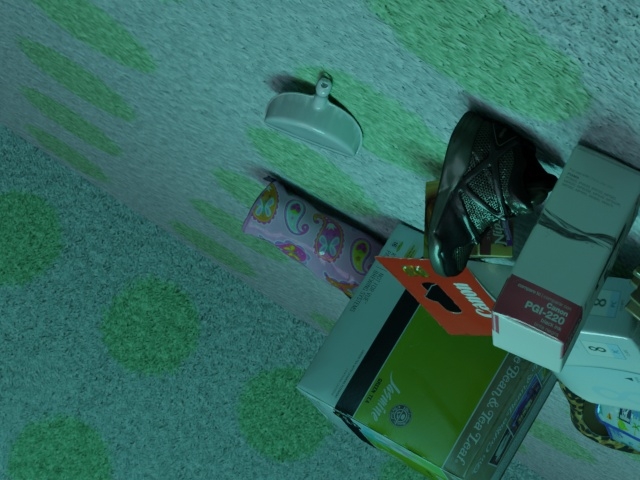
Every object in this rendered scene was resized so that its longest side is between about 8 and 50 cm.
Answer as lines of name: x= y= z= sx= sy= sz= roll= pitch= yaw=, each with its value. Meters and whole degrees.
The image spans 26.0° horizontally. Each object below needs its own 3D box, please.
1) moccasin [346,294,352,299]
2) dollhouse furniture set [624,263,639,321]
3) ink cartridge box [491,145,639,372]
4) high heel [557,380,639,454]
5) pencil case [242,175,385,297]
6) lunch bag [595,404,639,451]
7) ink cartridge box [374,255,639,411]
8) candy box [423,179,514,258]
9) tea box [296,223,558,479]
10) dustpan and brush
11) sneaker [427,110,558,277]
moccasin: x=0.154 y=0.131 z=2.565 sx=0.342 sy=0.137 sz=0.117 roll=26 pitch=174 yaw=24
dollhouse furniture set: x=0.482 y=0.068 z=1.547 sx=0.259 sy=0.135 sz=0.262 roll=41 pitch=171 yaw=15
ink cartridge box: x=0.279 y=0.023 z=1.567 sx=0.092 sy=0.217 sz=0.158 roll=24 pitch=167 yaw=14
high heel: x=0.509 y=0.308 z=2.469 sx=0.261 sy=0.093 sz=0.186 roll=43 pitch=173 yaw=-9
pencil case: x=0.000 y=0.000 z=2.501 sx=0.284 sy=0.124 sz=0.124 roll=31 pitch=169 yaw=10
lunch bag: x=0.547 y=0.298 z=2.370 sx=0.129 sy=0.096 sz=0.151 roll=25 pitch=153 yaw=43
ink cartridge box: x=0.291 y=0.131 z=1.903 sx=0.385 sy=0.091 sz=0.308 roll=5 pitch=158 yaw=30
candy box: x=0.194 y=-0.030 z=1.831 sx=0.053 sy=0.109 sz=0.187 roll=3 pitch=178 yaw=-17
tea box: x=0.198 y=0.205 z=2.278 sx=0.324 sy=0.329 sz=0.220 roll=28 pitch=168 yaw=25
dustpan and brush: x=-0.004 y=-0.178 z=1.918 sx=0.147 sy=0.060 sz=0.211 roll=21 pitch=175 yaw=0
sneaker: x=0.204 y=-0.035 z=1.665 sx=0.130 sy=0.087 sz=0.227 roll=23 pitch=125 yaw=16
